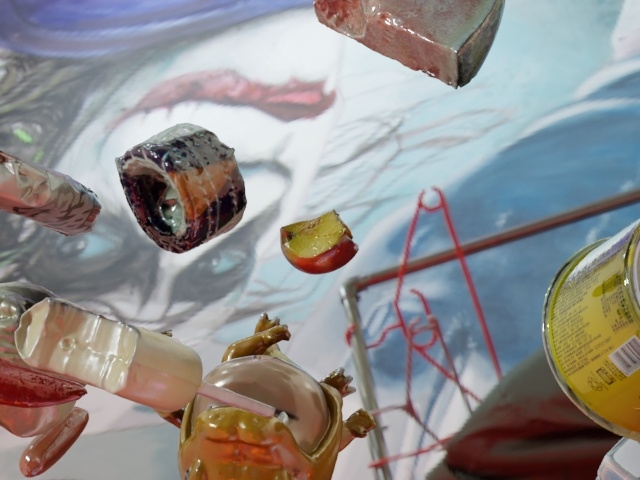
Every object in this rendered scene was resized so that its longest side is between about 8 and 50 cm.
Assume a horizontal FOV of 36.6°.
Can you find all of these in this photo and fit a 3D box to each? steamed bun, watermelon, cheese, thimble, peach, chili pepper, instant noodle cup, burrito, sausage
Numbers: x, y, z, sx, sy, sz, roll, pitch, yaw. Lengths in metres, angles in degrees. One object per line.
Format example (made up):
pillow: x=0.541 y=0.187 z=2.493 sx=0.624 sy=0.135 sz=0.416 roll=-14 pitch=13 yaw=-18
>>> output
steamed bun: x=-0.566 y=0.198 z=1.839 sx=0.320 sy=0.206 sz=0.275 roll=41 pitch=-155 yaw=29
watermelon: x=0.109 y=-0.286 z=1.181 sx=0.148 sy=0.226 sz=0.318 roll=74 pitch=-178 yaw=-53
cheese: x=-0.170 y=0.128 z=0.962 sx=0.249 sy=0.163 sz=0.070 roll=32 pitch=-108 yaw=-50
thimble: x=-0.259 y=-0.100 z=1.776 sx=0.150 sy=0.237 sz=0.237 roll=-31 pitch=-72 yaw=-37
peach: x=-0.003 y=0.006 z=1.756 sx=0.151 sy=0.151 sz=0.118 roll=-98 pitch=-7 yaw=-49
chili pepper: x=-0.474 y=0.198 z=1.399 sx=0.063 sy=0.272 sz=0.071 roll=-158 pitch=88 yaw=-78
instant noodle cup: x=0.491 y=0.095 z=1.315 sx=0.254 sy=0.326 sz=0.325 roll=99 pitch=158 yaw=-68
burrito: x=-0.482 y=-0.072 z=1.737 sx=0.445 sy=0.139 sz=0.101 roll=55 pitch=-140 yaw=-79
sausage: x=-0.559 y=0.421 z=2.034 sx=0.194 sy=0.077 sz=0.077 roll=-49 pitch=-54 yaw=-46

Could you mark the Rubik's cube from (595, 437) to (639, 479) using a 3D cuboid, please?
Rubik's cube: x=0.609 y=0.413 z=1.576 sx=0.256 sy=0.259 sz=0.253 roll=39 pitch=151 yaw=26

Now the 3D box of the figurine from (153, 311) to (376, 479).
figurine: x=-0.067 y=0.293 z=1.340 sx=0.401 sy=0.268 sz=0.387 roll=57 pitch=-164 yaw=-13
